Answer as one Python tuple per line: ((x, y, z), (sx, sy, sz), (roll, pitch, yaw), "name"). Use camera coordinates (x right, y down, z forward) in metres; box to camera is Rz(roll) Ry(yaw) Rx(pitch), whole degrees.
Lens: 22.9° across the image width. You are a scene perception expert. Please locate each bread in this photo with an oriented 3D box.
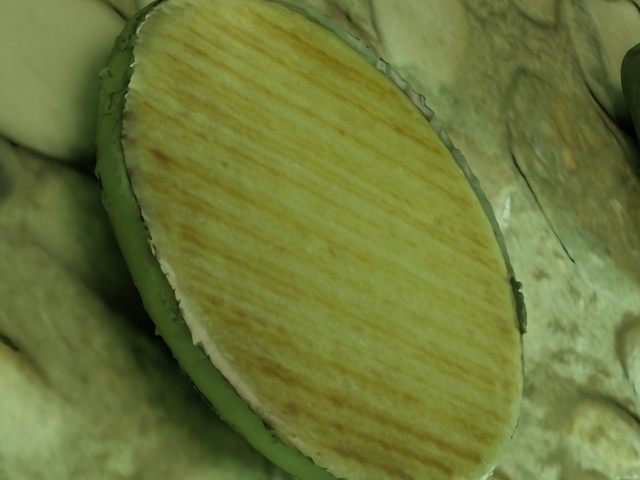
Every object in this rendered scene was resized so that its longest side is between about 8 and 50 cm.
((0.000, 0.000, 0.714), (0.267, 0.040, 0.267), (32, 41, -33), "bread")

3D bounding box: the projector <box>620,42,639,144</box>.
((0.317, -0.056, 1.044), (0.177, 0.163, 0.242), (15, 56, -45), "projector")
